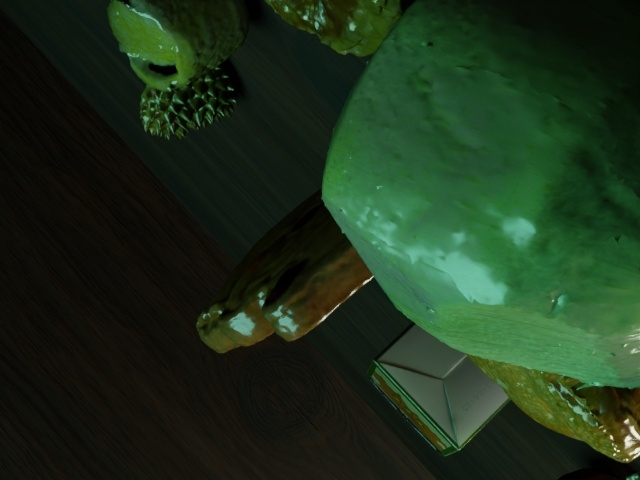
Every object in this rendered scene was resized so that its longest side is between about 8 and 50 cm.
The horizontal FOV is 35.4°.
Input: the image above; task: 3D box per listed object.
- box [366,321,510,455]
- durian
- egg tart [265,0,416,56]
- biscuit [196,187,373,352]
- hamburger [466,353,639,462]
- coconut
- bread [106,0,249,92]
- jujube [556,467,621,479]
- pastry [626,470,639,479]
[{"bbox_3d":[0.199,0.186,1.481,0.177,0.195,0.148,46,167,9],"label":"box"},{"bbox_3d":[-0.240,-0.266,1.751,0.306,0.172,0.166,72,179,-81],"label":"durian"},{"bbox_3d":[-0.016,-0.303,0.796,0.339,0.153,0.351,44,167,16],"label":"egg tart"},{"bbox_3d":[-0.001,-0.001,1.263,0.078,0.350,0.455,52,153,-9],"label":"biscuit"},{"bbox_3d":[0.253,0.094,1.061,0.290,0.170,0.314,54,168,-12],"label":"hamburger"},{"bbox_3d":[0.149,-0.052,0.726,0.328,0.281,0.328,22,-162,-8],"label":"coconut"},{"bbox_3d":[-0.196,-0.315,1.372,0.197,0.170,0.197,36,154,20],"label":"bread"},{"bbox_3d":[0.426,0.465,1.588,0.197,0.197,0.290,43,158,23],"label":"jujube"},{"bbox_3d":[0.466,0.341,1.129,0.237,0.170,0.256,9,138,41],"label":"pastry"}]
